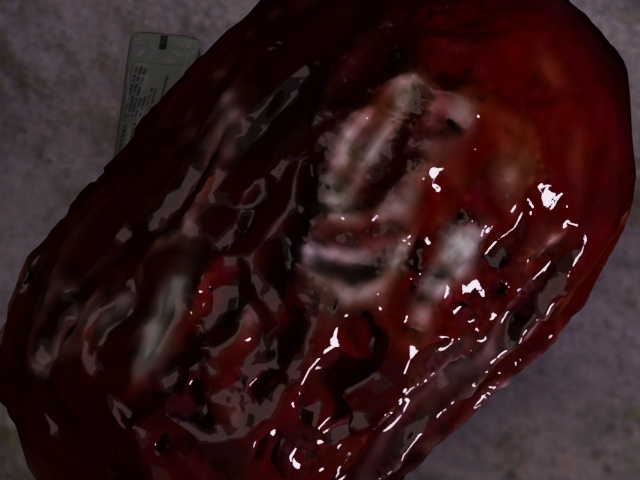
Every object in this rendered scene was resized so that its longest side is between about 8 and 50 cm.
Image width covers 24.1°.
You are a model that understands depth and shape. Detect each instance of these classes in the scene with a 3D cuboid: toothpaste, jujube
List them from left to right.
[{"bbox_3d":[-0.113,-0.042,0.937,0.048,0.029,0.197,5,69,10],"label":"toothpaste"},{"bbox_3d":[0.000,0.000,0.787,0.258,0.258,0.376,39,70,21],"label":"jujube"}]
